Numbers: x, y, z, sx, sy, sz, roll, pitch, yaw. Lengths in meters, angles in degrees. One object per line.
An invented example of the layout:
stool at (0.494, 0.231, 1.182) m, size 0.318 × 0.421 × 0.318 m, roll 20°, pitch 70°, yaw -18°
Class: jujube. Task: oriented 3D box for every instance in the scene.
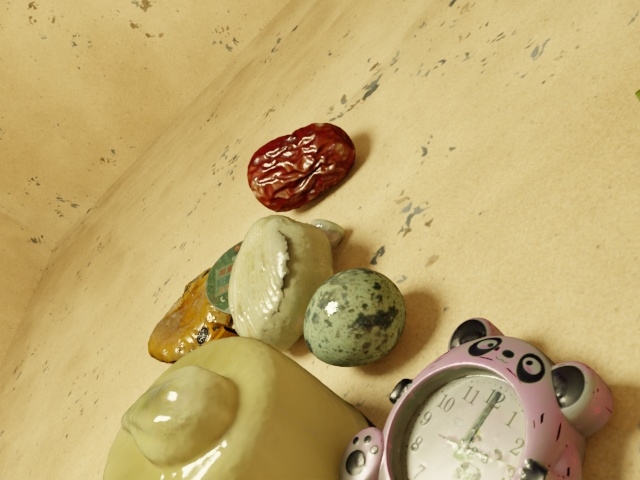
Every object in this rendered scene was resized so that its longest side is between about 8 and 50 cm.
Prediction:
jujube at (-0.040, -0.155, 1.296) m, size 0.230 × 0.155 × 0.155 m, roll -30°, pitch 36°, yaw 25°

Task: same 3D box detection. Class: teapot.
teapot at (0.000, 0.000, 1.153) m, size 0.083 × 0.064 × 0.064 m, roll -3°, pitch 64°, yaw 50°

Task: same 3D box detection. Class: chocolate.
chocolate at (-0.123, 0.283, 0.788) m, size 0.326 × 0.297 × 0.314 m, roll -46°, pitch 25°, yaw 14°

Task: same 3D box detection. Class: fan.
fan at (-0.116, 0.076, 1.255) m, size 0.223 × 0.012 × 0.294 m, roll -44°, pitch 42°, yaw -6°

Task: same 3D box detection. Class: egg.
egg at (0.044, 0.113, 0.891) m, size 0.172 × 0.132 × 0.132 m, roll -45°, pitch 27°, yaw 38°

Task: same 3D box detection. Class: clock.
clock at (0.157, 0.210, 0.646) m, size 0.247 × 0.090 × 0.228 m, roll -53°, pitch 33°, yaw -8°

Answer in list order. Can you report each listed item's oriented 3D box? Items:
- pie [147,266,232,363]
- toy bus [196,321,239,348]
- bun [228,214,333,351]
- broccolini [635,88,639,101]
pie at (-0.279, 0.162, 1.380) m, size 0.273 × 0.069 × 0.273 m, roll -32°, pitch 31°, yaw 22°
toy bus at (-0.190, 0.247, 1.120) m, size 0.088 × 0.083 × 0.194 m, roll 9°, pitch 74°, yaw 48°
bun at (-0.064, 0.075, 1.076) m, size 0.239 × 0.141 × 0.239 m, roll -39°, pitch 44°, yaw 51°
broccolini at (0.526, -0.222, 0.643) m, size 0.392 × 0.079 × 0.073 m, roll -32°, pitch 45°, yaw 46°
